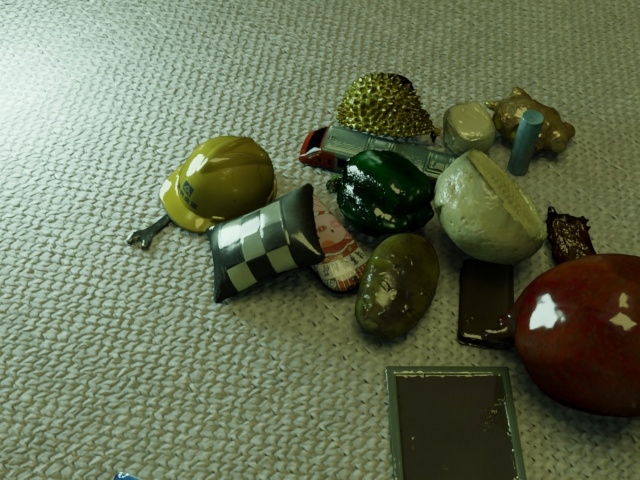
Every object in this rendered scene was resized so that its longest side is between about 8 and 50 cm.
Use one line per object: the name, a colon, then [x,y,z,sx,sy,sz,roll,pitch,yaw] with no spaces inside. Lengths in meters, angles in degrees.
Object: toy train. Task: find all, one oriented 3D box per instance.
toy train: [0.153,-0.170,2.017,0.409,0.089,0.086,16,56,9]

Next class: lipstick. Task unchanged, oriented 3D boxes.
lipstick: [0.444,-0.210,2.019,0.048,0.158,0.048,2,50,-2]

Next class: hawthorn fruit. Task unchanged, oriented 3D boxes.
hawthorn fruit: [0.496,0.169,1.645,0.308,0.325,0.308,6,79,-31]

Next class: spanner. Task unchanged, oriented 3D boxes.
spanner: [-0.300,-0.060,1.942,0.054,0.015,0.254,36,57,21]

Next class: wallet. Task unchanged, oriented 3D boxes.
wallet: [0.325,0.121,1.820,0.110,0.031,0.198,7,50,3]

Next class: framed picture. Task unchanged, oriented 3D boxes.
framed picture: [0.236,0.351,1.633,0.232,0.019,0.296,1,51,-2]

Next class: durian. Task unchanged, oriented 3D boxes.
durian: [0.162,-0.298,2.058,0.237,0.137,0.193,11,11,-15]

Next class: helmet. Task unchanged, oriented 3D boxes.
helmet: [-0.200,-0.141,1.924,0.257,0.140,0.205,-25,64,-27]

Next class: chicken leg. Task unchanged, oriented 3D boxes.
chicken leg: [0.522,0.020,1.898,0.105,0.063,0.234,-9,53,-5]

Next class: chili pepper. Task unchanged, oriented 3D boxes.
chili pepper: [0.111,-0.107,1.909,0.174,0.165,0.261,-25,41,-29]

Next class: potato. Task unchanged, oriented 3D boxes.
potato: [0.151,0.080,1.781,0.149,0.113,0.251,40,59,-6]

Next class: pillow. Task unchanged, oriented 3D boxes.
pillow: [-0.111,0.007,1.814,0.250,0.106,0.186,-22,52,18]

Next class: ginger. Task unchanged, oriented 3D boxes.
ginger: [0.469,-0.272,2.106,0.216,0.102,0.157,28,48,10]

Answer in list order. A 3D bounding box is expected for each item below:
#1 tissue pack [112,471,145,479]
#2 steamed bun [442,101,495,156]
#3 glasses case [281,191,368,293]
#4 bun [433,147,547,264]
tissue pack: [-0.271,0.513,1.383,0.198,0.146,0.263,18,51,9]
steamed bun: [0.333,-0.241,2.082,0.112,0.091,0.130,-13,55,-9]
glasses case: [0.000,0.000,1.876,0.103,0.067,0.266,-30,57,-17]
bun: [0.322,-0.050,1.829,0.152,0.259,0.259,-39,50,22]
